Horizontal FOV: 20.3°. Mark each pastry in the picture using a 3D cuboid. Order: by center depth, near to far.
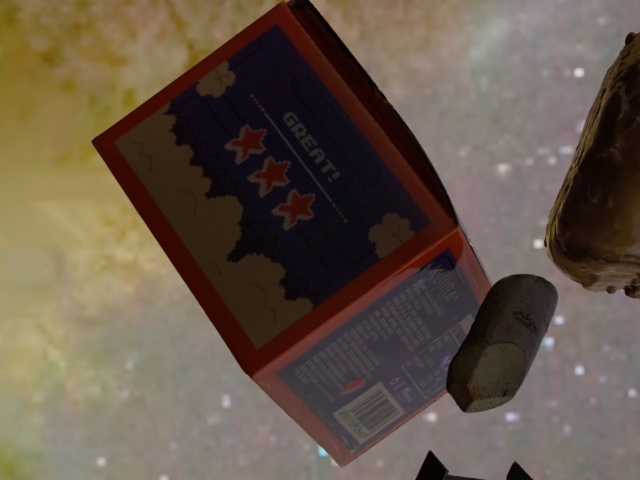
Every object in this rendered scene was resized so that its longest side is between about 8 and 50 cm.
[{"bbox_3d":[0.379,-0.078,2.013,0.284,0.184,0.315,102,11,-70],"label":"pastry"}]

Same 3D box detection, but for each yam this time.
[{"bbox_3d":[0.169,0.093,1.647,0.069,0.070,0.146,103,14,-46],"label":"yam"}]

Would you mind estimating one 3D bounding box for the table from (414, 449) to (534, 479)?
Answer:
[{"bbox_3d":[0.180,0.371,2.378,0.062,0.146,0.175,49,-58,53],"label":"table"}]

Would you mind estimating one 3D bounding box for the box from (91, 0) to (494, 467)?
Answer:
[{"bbox_3d":[0.000,0.000,1.812,0.318,0.257,0.348,56,1,27],"label":"box"}]
